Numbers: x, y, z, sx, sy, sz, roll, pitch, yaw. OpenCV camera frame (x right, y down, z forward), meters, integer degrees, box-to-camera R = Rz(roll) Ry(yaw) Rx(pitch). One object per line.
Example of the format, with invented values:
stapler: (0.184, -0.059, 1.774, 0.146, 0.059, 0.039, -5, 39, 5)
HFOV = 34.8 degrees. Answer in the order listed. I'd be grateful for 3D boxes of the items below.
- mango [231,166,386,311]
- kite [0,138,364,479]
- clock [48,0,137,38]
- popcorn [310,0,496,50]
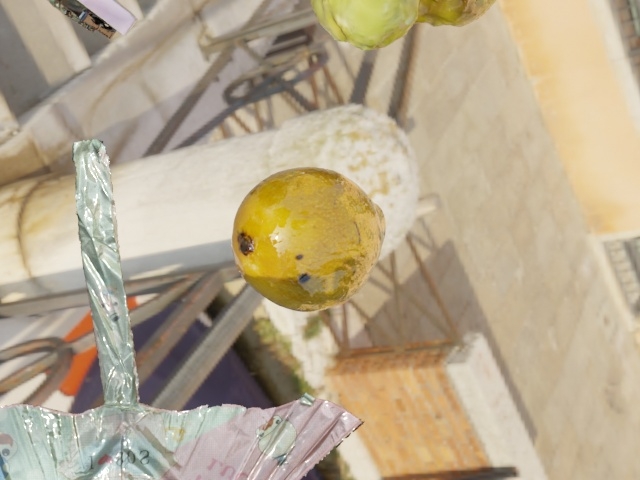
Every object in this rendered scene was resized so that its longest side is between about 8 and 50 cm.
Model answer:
mango: (0.004, 0.001, 1.100, 0.262, 0.109, 0.157, 4, 103, -55)
kite: (-0.054, 0.048, 0.295, 0.137, 0.005, 0.152, 3, 97, -12)
clock: (-0.340, -0.343, 1.461, 0.172, 0.064, 0.198, 41, 5, 14)
popcorn: (0.034, -0.265, 0.695, 0.276, 0.276, 0.225, 48, 5, -38)
